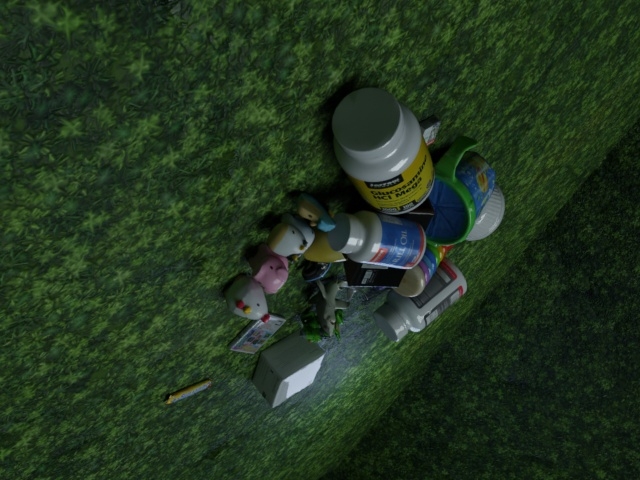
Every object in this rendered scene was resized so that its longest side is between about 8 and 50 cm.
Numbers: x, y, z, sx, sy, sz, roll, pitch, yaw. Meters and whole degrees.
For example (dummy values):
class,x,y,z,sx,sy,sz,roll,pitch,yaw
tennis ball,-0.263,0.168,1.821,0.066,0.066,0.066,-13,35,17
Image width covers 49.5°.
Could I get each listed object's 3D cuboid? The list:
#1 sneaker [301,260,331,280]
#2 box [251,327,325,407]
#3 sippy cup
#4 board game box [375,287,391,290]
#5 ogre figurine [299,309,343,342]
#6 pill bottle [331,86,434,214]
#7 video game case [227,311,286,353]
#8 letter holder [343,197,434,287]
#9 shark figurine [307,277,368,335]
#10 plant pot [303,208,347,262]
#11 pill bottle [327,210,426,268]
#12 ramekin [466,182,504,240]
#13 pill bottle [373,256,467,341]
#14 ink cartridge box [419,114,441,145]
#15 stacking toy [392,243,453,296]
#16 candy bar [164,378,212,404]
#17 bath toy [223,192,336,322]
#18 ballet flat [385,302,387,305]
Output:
class,x,y,z,sx,sy,sz,roll,pitch,yaw
sneaker,0.006,0.028,1.841,0.078,0.067,0.188,21,117,-41
box,-0.103,0.404,2.206,0.181,0.119,0.181,-26,151,-35
sippy cup,0.376,-0.139,1.967,0.224,0.240,0.305,-39,-177,-37
board game box,0.275,0.113,2.433,0.136,0.035,0.201,-52,155,18
ogre figurine,0.003,0.258,2.127,0.118,0.197,0.097,-12,120,13
pill bottle,0.136,-0.191,1.506,0.188,0.188,0.334,-44,157,1
video game case,-0.178,0.263,1.976,0.143,0.019,0.157,-45,158,5
letter holder,0.163,-0.049,1.875,0.151,0.215,0.302,2,138,-16
shark figurine,0.023,0.167,2.082,0.116,0.166,0.278,-28,-174,31
plant pot,0.000,0.000,1.712,0.095,0.134,0.134,-19,159,10
pill bottle,0.131,-0.003,1.639,0.221,0.124,0.124,8,128,-34
ramekin,0.454,-0.109,2.150,0.109,0.207,0.207,13,120,-52
pill bottle,0.344,0.206,2.431,0.318,0.176,0.176,-37,156,-17
ink cartridge box,0.269,-0.265,1.798,0.062,0.029,0.115,-31,153,-28
stacking toy,0.358,0.052,2.319,0.330,0.141,0.141,-37,158,-42
candy bar,-0.367,0.421,1.937,0.161,0.018,0.040,-13,143,-49
bath toy,-0.101,0.057,1.618,0.348,0.129,0.151,-53,155,21
ballet flat,0.322,0.225,2.655,0.213,0.068,0.072,-43,157,-1
